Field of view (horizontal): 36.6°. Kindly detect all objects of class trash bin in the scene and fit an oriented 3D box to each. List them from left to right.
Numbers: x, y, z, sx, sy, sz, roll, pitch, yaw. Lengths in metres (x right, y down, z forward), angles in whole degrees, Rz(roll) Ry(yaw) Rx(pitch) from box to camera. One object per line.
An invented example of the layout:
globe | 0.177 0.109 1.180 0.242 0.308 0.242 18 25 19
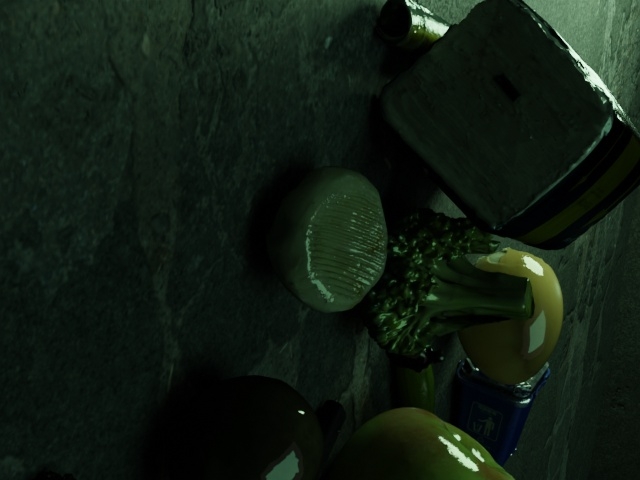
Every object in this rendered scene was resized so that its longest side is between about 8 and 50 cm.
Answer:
trash bin | 0.361 0.331 1.980 0.184 0.162 0.235 -34 139 -51

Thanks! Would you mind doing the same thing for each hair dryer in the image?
hair dryer | -0.027 0.322 1.348 0.251 0.089 0.197 -60 149 -43

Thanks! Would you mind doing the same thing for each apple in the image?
apple | 0.147 0.420 1.466 0.277 0.319 0.319 -54 152 2

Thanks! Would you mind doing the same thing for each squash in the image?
squash | 0.161 0.244 1.648 0.066 0.066 0.252 -50 144 -38

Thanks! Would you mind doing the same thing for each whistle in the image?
whistle | 0.174 -0.282 1.387 0.068 0.057 0.326 -52 156 19

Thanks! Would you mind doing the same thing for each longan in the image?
longan | -0.084 0.236 1.078 0.187 0.167 0.167 -62 151 -32

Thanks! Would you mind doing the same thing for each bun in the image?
bun | 0.000 0.000 1.177 0.183 0.102 0.183 -4 95 -48

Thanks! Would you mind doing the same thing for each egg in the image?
egg | 0.346 0.143 1.782 0.201 0.201 0.245 39 48 -61

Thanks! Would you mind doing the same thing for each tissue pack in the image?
tissue pack | 0.303 -0.153 1.415 0.253 0.264 0.416 -43 160 17

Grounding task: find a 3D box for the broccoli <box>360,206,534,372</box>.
broccoli | 0.190 0.076 1.417 0.263 0.243 0.247 -25 120 -64

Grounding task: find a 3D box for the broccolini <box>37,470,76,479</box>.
broccolini | -0.227 0.268 0.985 0.218 0.044 0.042 53 43 -63
